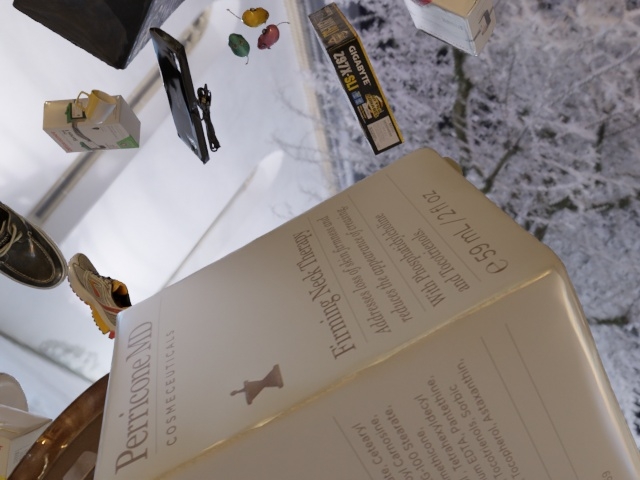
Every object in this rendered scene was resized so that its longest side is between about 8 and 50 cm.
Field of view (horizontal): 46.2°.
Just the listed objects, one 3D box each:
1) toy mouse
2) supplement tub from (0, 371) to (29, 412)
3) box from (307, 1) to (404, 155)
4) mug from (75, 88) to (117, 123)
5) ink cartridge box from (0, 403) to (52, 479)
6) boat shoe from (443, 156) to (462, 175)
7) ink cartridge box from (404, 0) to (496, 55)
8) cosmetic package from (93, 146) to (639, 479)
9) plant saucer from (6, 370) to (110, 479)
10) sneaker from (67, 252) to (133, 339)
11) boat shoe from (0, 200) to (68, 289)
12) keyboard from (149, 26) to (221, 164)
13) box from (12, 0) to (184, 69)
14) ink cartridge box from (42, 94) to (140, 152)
[{"bbox_3d":[-0.136,-0.417,1.566,0.031,0.161,0.143,54,-40,28],"label":"toy mouse"},{"bbox_3d":[-0.813,0.385,1.607,0.316,0.194,0.193,-5,-26,13],"label":"supplement tub"},{"bbox_3d":[0.073,-0.366,1.662,0.257,0.079,0.322,60,7,-29],"label":"box"},{"bbox_3d":[-0.518,-0.310,1.734,0.078,0.064,0.062,35,21,4],"label":"mug"},{"bbox_3d":[-0.558,0.389,1.289,0.128,0.176,0.127,12,6,13],"label":"ink cartridge box"},{"bbox_3d":[0.239,-0.110,1.399,0.049,0.133,0.042,22,-52,-14],"label":"boat shoe"},{"bbox_3d":[0.261,-0.474,1.514,0.158,0.092,0.218,32,2,18],"label":"ink cartridge box"},{"bbox_3d":[0.044,0.172,0.737,0.327,0.393,0.329,61,1,-24],"label":"cosmetic package"},{"bbox_3d":[-0.340,0.301,1.044,0.050,0.310,0.310,46,-16,-19],"label":"plant saucer"},{"bbox_3d":[-0.460,0.107,1.615,0.225,0.093,0.088,47,14,20],"label":"sneaker"},{"bbox_3d":[-0.641,-0.012,1.478,0.335,0.121,0.119,44,-8,-24],"label":"boat shoe"},{"bbox_3d":[-0.267,-0.280,1.556,0.201,0.033,0.317,46,-22,29],"label":"keyboard"},{"bbox_3d":[-0.410,-0.737,1.711,0.297,0.472,0.480,29,-48,-12],"label":"box"},{"bbox_3d":[-0.627,-0.317,2.061,0.219,0.093,0.160,-4,-19,6],"label":"ink cartridge box"}]
